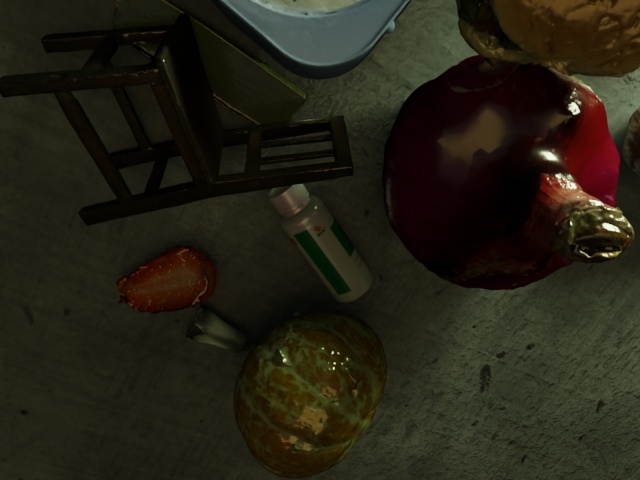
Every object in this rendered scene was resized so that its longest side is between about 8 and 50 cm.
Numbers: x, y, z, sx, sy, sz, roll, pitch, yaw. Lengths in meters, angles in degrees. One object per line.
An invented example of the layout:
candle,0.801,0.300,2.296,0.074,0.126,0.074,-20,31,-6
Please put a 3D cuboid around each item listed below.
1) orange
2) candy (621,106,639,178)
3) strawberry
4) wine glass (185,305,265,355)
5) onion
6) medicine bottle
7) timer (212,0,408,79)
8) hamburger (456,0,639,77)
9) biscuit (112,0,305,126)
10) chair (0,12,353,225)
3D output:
orange,-0.016,0.287,0.992,0.249,0.329,0.329,37,110,19
candy,0.696,-0.189,0.936,0.290,0.157,0.214,-5,130,-12
strawberry,-0.287,0.073,0.981,0.188,0.082,0.121,-12,96,8
wine glass,-0.190,0.195,1.047,0.155,0.072,0.072,30,108,-20
onion,0.291,-0.067,0.797,0.399,0.420,0.398,-1,121,-1
medicine bottle,0.000,0.000,0.967,0.095,0.095,0.260,-32,116,8
timer,-0.014,-0.435,0.638,0.395,0.173,0.394,0,102,-1
hamburger,0.277,-0.350,0.671,0.209,0.162,0.329,-18,91,4
biscuit,-0.178,-0.289,0.839,0.323,0.038,0.099,30,115,-18
chair,-0.178,-0.199,0.756,0.416,0.203,0.240,-11,128,4
